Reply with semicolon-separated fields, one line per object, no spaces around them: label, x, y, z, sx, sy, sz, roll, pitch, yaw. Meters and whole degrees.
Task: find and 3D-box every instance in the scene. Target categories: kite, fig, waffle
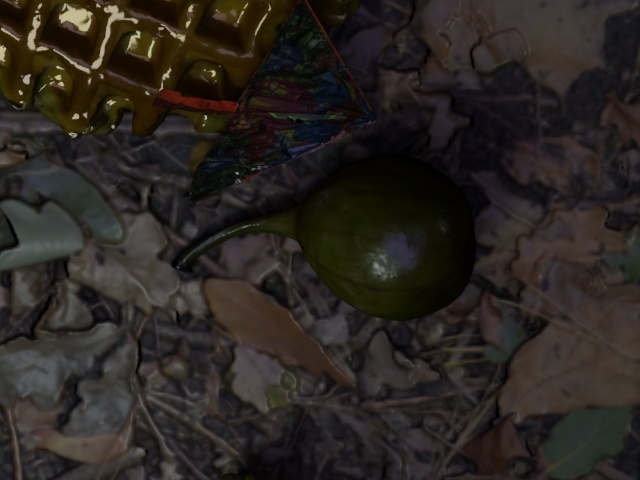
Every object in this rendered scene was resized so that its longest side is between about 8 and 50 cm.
kite;-0.034;-0.098;1.154;0.189;0.009;0.232;1;143;-33
fig;0.000;0.000;1.197;0.236;0.124;0.124;-1;106;23
waffle;-0.137;-0.205;1.113;0.302;0.068;0.325;-20;117;9

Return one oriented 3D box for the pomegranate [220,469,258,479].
pomegranate;-0.044;0.307;1.221;0.211;0.211;0.263;5;82;-3
